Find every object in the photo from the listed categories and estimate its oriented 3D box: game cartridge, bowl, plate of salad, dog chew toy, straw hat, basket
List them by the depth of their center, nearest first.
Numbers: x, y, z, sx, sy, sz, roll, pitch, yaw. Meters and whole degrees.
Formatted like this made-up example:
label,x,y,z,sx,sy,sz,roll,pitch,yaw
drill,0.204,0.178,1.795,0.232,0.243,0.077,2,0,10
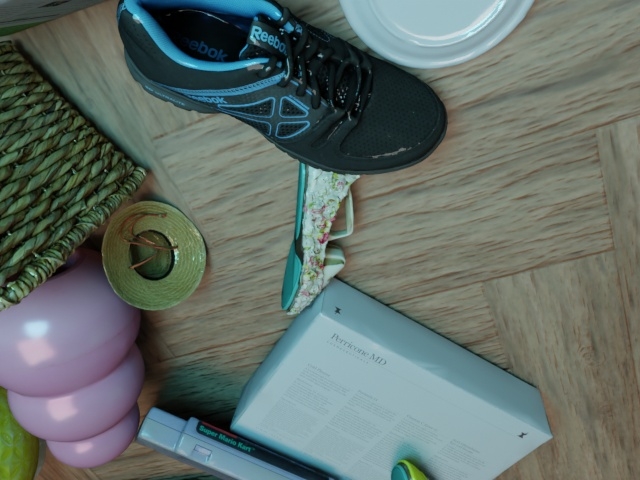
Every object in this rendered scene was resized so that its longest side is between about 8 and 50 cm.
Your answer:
label,x,y,z,sx,sy,sz,roll,pitch,yaw
plate of salad,0.113,-0.264,0.504,0.199,0.048,0.200,2,132,3
basket,-0.378,-0.035,0.564,0.213,0.299,0.223,-34,111,25
straw hat,-0.231,0.019,0.714,0.061,0.144,0.145,0,131,54
dog chew toy,-0.340,0.178,0.736,0.206,0.207,0.332,0,116,8
game cartridge,-0.125,0.366,0.859,0.354,0.068,0.230,27,148,-9
bowl,-0.579,0.374,0.910,0.289,0.290,0.156,-20,159,19

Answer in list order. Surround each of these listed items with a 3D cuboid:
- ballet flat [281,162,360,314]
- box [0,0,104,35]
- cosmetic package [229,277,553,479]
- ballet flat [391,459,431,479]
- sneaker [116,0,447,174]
label,x,y,z,sx,sy,sz,roll,pitch,yaw
ballet flat,0.000,0.000,0.662,0.077,0.091,0.241,4,125,-10
box,-0.235,-0.237,0.461,0.321,0.232,0.059,-12,114,15
cosmetic package,0.096,0.255,0.796,0.377,0.097,0.284,30,123,-10
ballet flat,0.140,0.397,0.790,0.077,0.077,0.231,-6,126,-13
sneaker,-0.026,-0.149,0.510,0.340,0.139,0.125,13,87,-10
